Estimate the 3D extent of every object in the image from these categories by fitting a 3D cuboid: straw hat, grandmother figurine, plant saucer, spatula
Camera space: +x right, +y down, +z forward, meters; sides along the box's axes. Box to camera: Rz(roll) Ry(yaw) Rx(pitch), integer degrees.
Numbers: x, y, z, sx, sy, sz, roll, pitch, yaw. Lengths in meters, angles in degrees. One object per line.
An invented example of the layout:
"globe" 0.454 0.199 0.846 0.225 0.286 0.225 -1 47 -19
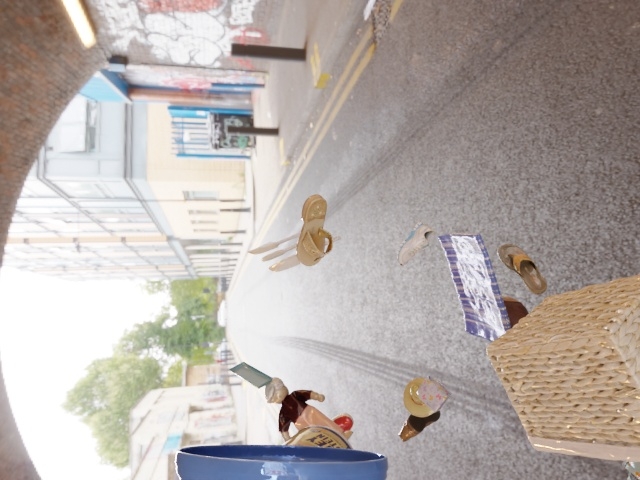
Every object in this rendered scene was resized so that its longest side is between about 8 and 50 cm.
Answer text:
"straw hat" 0.348 0.542 1.608 0.145 0.144 0.061 -105 -13 -46
"grandmother figurine" -0.066 0.605 1.568 0.342 0.208 0.104 36 168 21
"plant saucer" -0.249 0.480 1.617 0.192 0.067 0.018 7 112 48
"spatula" -0.069 0.019 1.314 0.168 0.242 0.019 24 129 51

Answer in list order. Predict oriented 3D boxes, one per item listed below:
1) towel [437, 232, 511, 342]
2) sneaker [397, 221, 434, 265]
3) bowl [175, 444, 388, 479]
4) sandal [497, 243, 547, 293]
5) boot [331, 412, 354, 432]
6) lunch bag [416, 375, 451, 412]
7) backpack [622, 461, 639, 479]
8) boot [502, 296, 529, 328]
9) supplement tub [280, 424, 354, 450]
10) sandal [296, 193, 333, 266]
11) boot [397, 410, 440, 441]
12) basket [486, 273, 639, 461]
"towel" 0.451 0.141 1.337 0.243 0.040 0.336 -175 65 -80
"sneaker" 0.362 0.017 1.714 0.083 0.071 0.191 26 79 46
"bowl" -0.070 0.431 0.840 0.391 0.390 0.077 120 154 -66
"sandal" 0.604 0.078 1.349 0.180 0.072 0.049 56 -178 23
"boot" 0.037 0.827 1.859 0.244 0.088 0.176 -45 -1 12
"lunch bag" 0.340 0.460 1.369 0.083 0.053 0.071 38 106 31
"backpack" 0.941 0.638 1.216 0.188 0.165 0.145 -138 48 -74
"boot" 0.734 0.305 1.846 0.207 0.248 0.090 -116 21 -61
"supplement tub" -0.045 0.627 1.160 0.316 0.228 0.229 15 -108 -70
"sandal" -0.006 0.002 1.150 0.079 0.088 0.240 49 148 39
"boot" 0.448 0.821 2.078 0.112 0.305 0.115 47 118 26
"basket" 0.612 0.266 0.992 0.267 0.328 0.331 61 148 5
